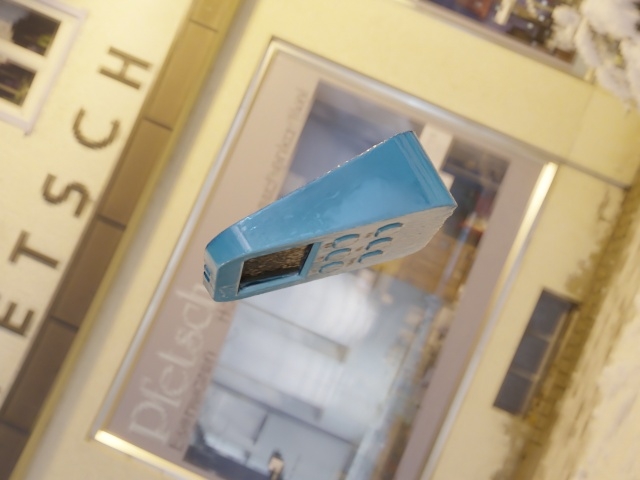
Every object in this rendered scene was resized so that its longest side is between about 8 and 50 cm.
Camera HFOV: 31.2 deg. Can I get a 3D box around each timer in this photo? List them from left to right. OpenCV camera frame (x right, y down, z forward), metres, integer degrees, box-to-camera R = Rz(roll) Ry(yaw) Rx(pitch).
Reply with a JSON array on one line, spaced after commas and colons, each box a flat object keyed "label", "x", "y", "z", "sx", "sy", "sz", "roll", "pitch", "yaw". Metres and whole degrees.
[{"label": "timer", "x": 0.000, "y": 0.000, "z": 1.208, "sx": 0.250, "sy": 0.091, "sz": 0.232, "roll": -26, "pitch": -9, "yaw": -11}]
